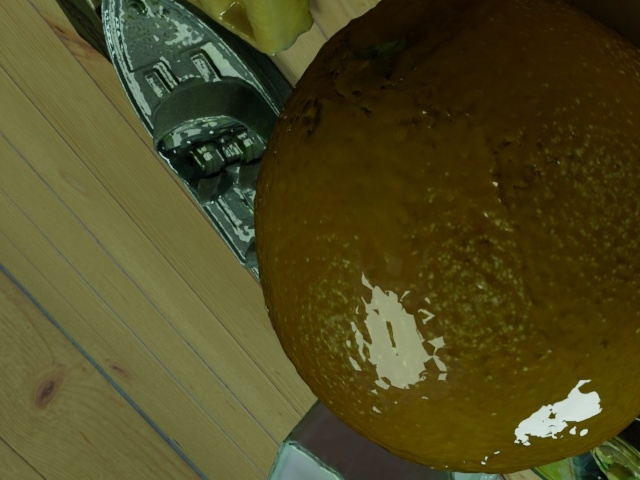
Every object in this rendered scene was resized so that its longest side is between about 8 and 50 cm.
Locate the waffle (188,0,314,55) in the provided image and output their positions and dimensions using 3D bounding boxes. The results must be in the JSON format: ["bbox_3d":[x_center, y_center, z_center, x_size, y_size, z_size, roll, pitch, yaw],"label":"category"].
[{"bbox_3d":[-0.117,-0.253,0.958,0.248,0.055,0.221,35,163,19],"label":"waffle"}]

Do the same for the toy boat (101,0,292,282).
[{"bbox_3d":[-0.084,-0.097,1.180,0.141,0.092,0.320,-15,119,39],"label":"toy boat"}]

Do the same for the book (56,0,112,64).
[{"bbox_3d":[-0.223,-0.235,1.211,0.161,0.026,0.231,43,169,43],"label":"book"}]

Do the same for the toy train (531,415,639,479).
[{"bbox_3d":[0.235,0.132,1.055,0.177,0.134,0.261,39,163,32],"label":"toy train"}]

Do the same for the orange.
[{"bbox_3d":[0.091,-0.007,0.784,0.274,0.274,0.274,36,162,14],"label":"orange"}]

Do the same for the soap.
[{"bbox_3d":[0.074,0.244,1.429,0.156,0.261,0.446,39,163,14],"label":"soap"}]
